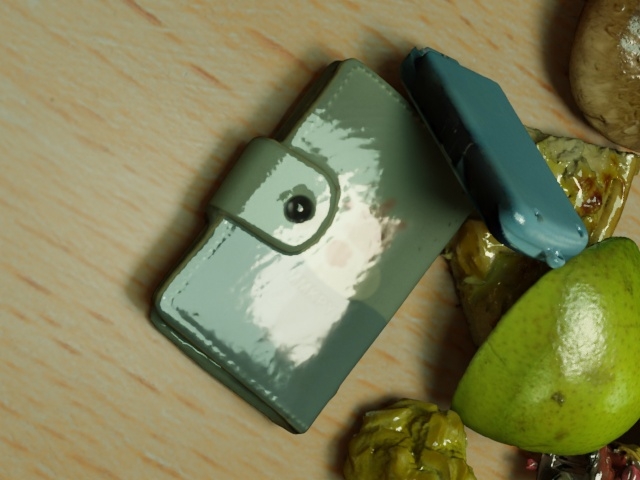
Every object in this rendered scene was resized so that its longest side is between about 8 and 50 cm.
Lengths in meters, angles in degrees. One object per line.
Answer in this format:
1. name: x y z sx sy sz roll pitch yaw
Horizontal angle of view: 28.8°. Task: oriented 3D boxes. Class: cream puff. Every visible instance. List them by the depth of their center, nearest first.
1. cream puff: 0.106 0.253 1.379 0.121 0.156 0.156 12 92 -48

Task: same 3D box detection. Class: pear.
1. pear: 0.311 0.114 1.403 0.288 0.139 0.239 -15 130 -34

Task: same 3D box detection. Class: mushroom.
1. mushroom: 0.409 -0.235 1.465 0.278 0.146 0.278 -10 110 -30

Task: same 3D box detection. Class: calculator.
1. calculator: 0.182 -0.089 1.307 0.051 0.293 0.173 -41 148 25

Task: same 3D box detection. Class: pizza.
1. pizza: 0.252 -0.017 1.449 0.223 0.089 0.323 44 76 -30

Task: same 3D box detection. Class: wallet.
1. wallet: 0.000 0.000 1.306 0.252 0.083 0.360 41 81 -25

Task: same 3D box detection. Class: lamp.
1. lamp: 0.363 0.301 1.544 0.253 0.118 0.118 25 85 -48
